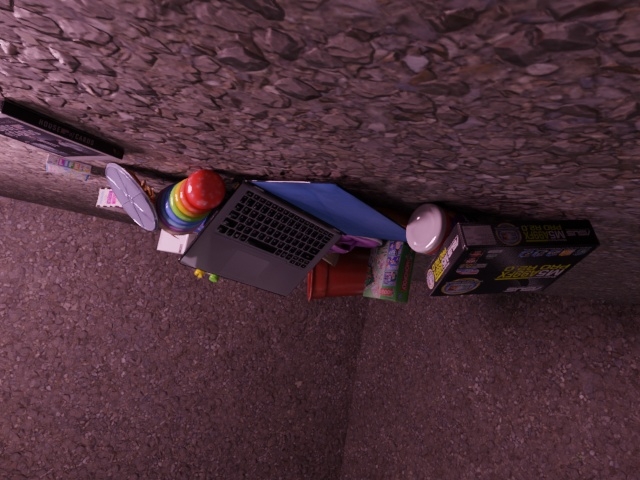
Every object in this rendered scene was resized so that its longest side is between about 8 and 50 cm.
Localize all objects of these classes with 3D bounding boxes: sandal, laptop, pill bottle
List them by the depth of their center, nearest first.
[{"bbox_3d":[0.293,-0.008,1.001,0.193,0.108,0.108,14,172,-30],"label":"pill bottle"},{"bbox_3d":[-0.040,0.026,1.080,0.382,0.408,0.236,26,-159,-47],"label":"laptop"},{"bbox_3d":[0.003,0.002,1.564,0.416,0.102,0.169,8,174,13],"label":"sandal"}]

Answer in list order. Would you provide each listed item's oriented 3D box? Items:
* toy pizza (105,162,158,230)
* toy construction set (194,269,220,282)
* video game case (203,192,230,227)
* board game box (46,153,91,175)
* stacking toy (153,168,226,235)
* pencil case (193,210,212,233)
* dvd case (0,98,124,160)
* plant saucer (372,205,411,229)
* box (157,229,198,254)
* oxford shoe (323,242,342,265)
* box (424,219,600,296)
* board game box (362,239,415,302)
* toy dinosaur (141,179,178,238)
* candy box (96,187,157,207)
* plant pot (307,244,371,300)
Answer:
[{"bbox_3d":[-0.479,-0.114,1.178,0.201,0.032,0.201,30,143,26],"label":"toy pizza"},{"bbox_3d":[-0.246,0.074,1.469,0.327,0.151,0.215,11,141,-5],"label":"toy construction set"},{"bbox_3d":[-0.217,-0.074,1.200,0.166,0.119,0.015,7,147,27],"label":"video game case"},{"bbox_3d":[-0.689,-0.196,1.247,0.103,0.026,0.154,14,173,-30],"label":"board game box"},{"bbox_3d":[-0.318,-0.103,1.118,0.141,0.141,0.330,13,166,-26],"label":"stacking toy"},{"bbox_3d":[-0.319,-0.071,1.362,0.306,0.119,0.133,5,160,39],"label":"pencil case"},{"bbox_3d":[-0.547,-0.210,0.903,0.179,0.030,0.238,6,173,30],"label":"dvd case"},{"bbox_3d":[0.149,-0.052,1.159,0.199,0.037,0.200,11,174,1],"label":"plant saucer"},{"bbox_3d":[-0.460,-0.036,1.601,0.181,0.181,0.119,5,171,42],"label":"box"},{"bbox_3d":[-0.092,0.019,1.733,0.348,0.130,0.123,9,174,15],"label":"oxford shoe"},{"bbox_3d":[0.375,0.040,0.928,0.269,0.060,0.216,-1,149,-8],"label":"box"},{"bbox_3d":[0.223,0.090,1.505,0.046,0.214,0.317,11,174,-11],"label":"board game box"},{"bbox_3d":[-0.507,-0.094,1.367,0.112,0.064,0.212,53,166,42],"label":"toy dinosaur"},{"bbox_3d":[-0.631,-0.128,1.553,0.233,0.071,0.159,4,171,40],"label":"candy box"},{"bbox_3d":[0.085,0.128,1.955,0.264,0.273,0.272,2,174,-4],"label":"plant pot"}]
